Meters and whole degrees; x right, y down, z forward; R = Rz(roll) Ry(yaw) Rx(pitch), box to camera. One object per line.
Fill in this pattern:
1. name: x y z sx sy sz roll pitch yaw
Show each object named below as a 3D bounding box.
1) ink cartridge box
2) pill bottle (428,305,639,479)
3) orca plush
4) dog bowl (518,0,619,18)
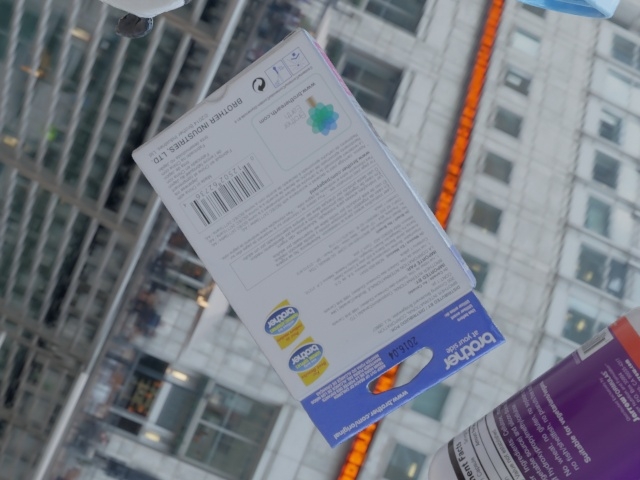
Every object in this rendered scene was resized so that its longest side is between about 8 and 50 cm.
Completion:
1. ink cartridge box: 0.000 0.000 0.904 0.186 0.311 0.065 -34 176 11
2. pill bottle: 0.228 0.217 0.958 0.323 0.181 0.181 -39 -166 11
3. orca plush: -0.218 -0.307 1.159 0.287 0.151 0.102 0 -147 47
4. dog bowl: 0.267 -0.317 1.220 0.297 0.166 0.074 -8 113 -64
